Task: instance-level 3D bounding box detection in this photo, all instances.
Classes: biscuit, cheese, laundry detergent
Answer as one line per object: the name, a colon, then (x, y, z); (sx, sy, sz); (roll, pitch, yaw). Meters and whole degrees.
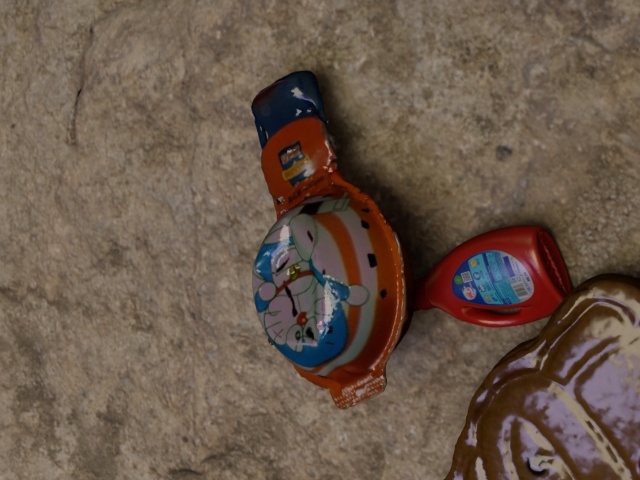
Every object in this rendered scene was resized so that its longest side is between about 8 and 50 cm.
biscuit: (0.280, 0.219, 1.439); (0.381, 0.074, 0.359); (-28, 91, 29)
cheese: (0.000, 0.000, 1.508); (0.217, 0.129, 0.329); (-27, 72, 47)
laundry detergent: (0.154, 0.043, 1.486); (0.165, 0.049, 0.097); (-18, 103, 34)
